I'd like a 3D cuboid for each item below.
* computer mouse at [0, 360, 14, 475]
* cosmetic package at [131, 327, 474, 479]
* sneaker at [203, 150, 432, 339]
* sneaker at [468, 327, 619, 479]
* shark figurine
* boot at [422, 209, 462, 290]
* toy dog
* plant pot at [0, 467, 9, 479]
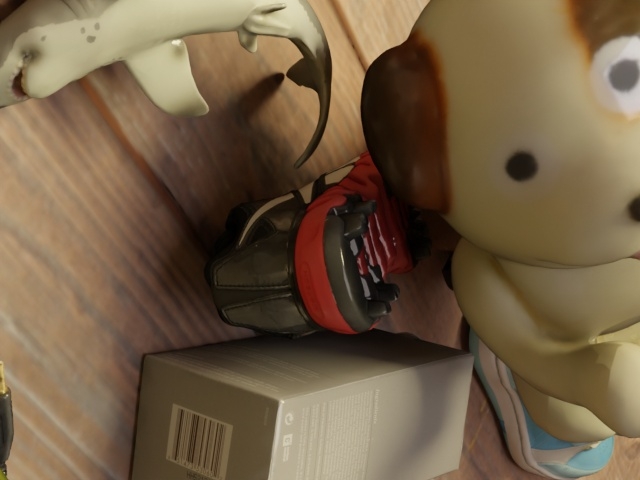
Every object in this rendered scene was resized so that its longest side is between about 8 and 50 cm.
[{"bbox_3d":[-0.229,0.093,0.627,0.184,0.060,0.262,-32,125,-43],"label":"computer mouse"},{"bbox_3d":[-0.005,0.125,0.879,0.238,0.127,0.107,0,100,-51],"label":"cosmetic package"},{"bbox_3d":[0.000,0.000,0.875,0.276,0.135,0.097,-44,120,-69],"label":"sneaker"},{"bbox_3d":[0.284,0.165,1.202,0.127,0.208,0.319,-62,141,-22],"label":"sneaker"},{"bbox_3d":[-0.073,-0.147,0.739,0.278,0.116,0.166,1,133,-45],"label":"shark figurine"},{"bbox_3d":[0.130,-0.015,1.093,0.087,0.042,0.118,-45,134,-45],"label":"boot"},{"bbox_3d":[0.195,-0.065,0.857,0.408,0.285,0.395,31,37,-68],"label":"toy dog"},{"bbox_3d":[-0.238,0.161,0.419,0.366,0.366,0.353,-32,117,-44],"label":"plant pot"}]
